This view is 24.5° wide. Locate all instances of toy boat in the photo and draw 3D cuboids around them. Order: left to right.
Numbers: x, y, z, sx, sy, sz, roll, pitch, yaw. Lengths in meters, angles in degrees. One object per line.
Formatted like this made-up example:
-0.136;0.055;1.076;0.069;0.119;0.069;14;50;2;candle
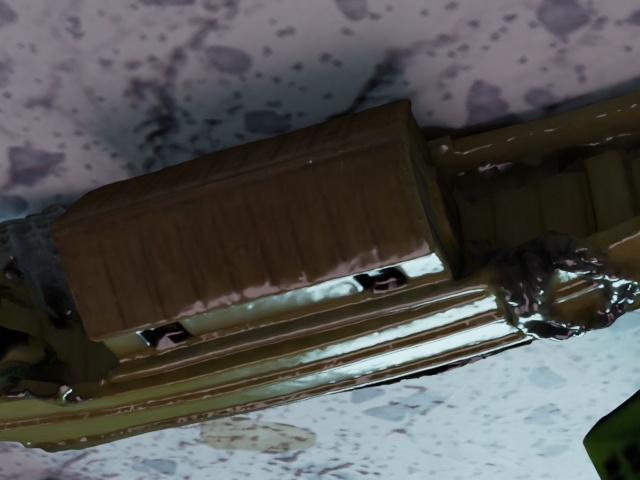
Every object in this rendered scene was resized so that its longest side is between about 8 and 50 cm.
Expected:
0.000;0.000;0.756;0.445;0.136;0.162;-13;143;13;toy boat

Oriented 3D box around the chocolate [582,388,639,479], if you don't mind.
0.327;0.145;0.758;0.137;0.301;0.289;-7;147;-40;chocolate
